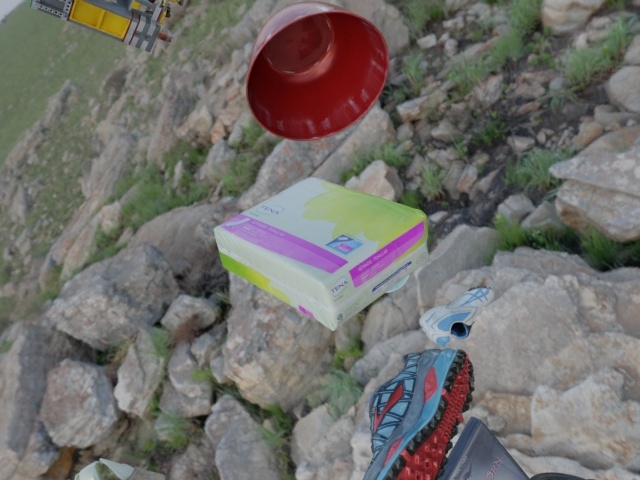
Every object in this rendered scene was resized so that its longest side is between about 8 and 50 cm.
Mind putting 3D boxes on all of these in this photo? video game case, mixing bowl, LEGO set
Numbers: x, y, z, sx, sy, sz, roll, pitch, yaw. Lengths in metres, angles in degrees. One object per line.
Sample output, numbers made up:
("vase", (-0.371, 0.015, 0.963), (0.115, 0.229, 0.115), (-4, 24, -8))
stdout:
("video game case", (0.270, 0.444, 0.848), (0.196, 0.274, 0.026), (-50, 25, -24))
("mixing bowl", (-0.016, -0.226, 0.667), (0.181, 0.181, 0.098), (-33, 53, 14))
("LEGO set", (-0.261, -0.434, 0.731), (0.255, 0.192, 0.331), (-47, 43, 38))

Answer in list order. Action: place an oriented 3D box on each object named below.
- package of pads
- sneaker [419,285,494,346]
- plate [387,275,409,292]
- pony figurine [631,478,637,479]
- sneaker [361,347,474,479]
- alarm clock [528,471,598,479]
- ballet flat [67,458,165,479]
("package of pads", (0.000, 0.000, 0.853), (0.229, 0.101, 0.296), (-32, 36, -31))
("sneaker", (0.305, 0.162, 1.139), (0.086, 0.237, 0.085), (56, 137, 18))
("plate", (0.164, 0.055, 1.465), (0.188, 0.188, 0.024), (-17, 10, 31))
("pony figurine", (0.468, 0.565, 0.960), (0.351, 0.363, 0.303), (-43, 39, 13))
("sneaker", (0.115, 0.259, 0.730), (0.125, 0.104, 0.262), (-2, 35, 44))
("alarm clock", (0.350, 0.366, 0.710), (0.129, 0.192, 0.064), (13, 103, 43))
("ballet flat", (-0.314, 0.371, 0.739), (0.107, 0.106, 0.316), (-37, -5, 2))
